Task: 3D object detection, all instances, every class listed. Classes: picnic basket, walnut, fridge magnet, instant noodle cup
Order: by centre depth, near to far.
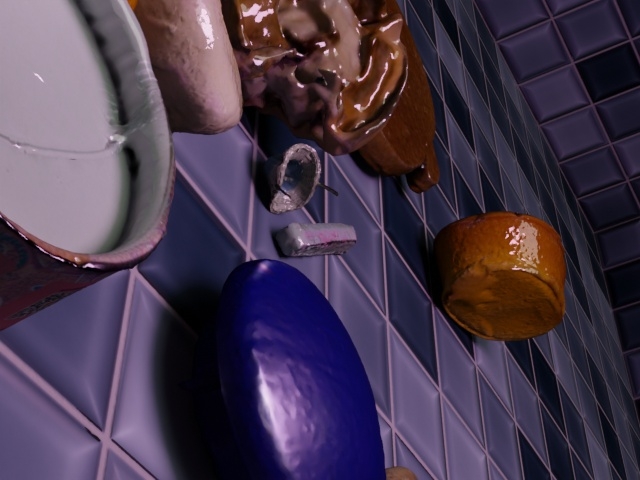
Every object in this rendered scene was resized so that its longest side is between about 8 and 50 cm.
[{"bbox_3d":[-0.211,-0.039,0.491,0.243,0.231,0.243,52,25,-37],"label":"instant noodle cup"},{"bbox_3d":[-0.021,0.143,0.985,0.265,0.113,0.265,52,26,-40],"label":"fridge magnet"},{"bbox_3d":[-0.029,-0.062,1.233,0.065,0.083,0.083,-2,30,-43],"label":"picnic basket"},{"bbox_3d":[-0.023,-0.213,1.257,0.238,0.141,0.204,35,65,-30],"label":"walnut"}]

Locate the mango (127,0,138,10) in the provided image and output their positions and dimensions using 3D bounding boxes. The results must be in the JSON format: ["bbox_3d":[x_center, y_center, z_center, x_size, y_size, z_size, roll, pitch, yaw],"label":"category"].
[{"bbox_3d":[-0.215,-0.232,0.805,0.191,0.160,0.290,36,28,-48],"label":"mango"}]

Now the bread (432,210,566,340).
[{"bbox_3d":[0.275,0.050,1.750,0.269,0.195,0.142,49,34,-53],"label":"bread"}]

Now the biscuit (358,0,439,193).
[{"bbox_3d":[0.084,-0.231,1.708,0.350,0.070,0.394,68,20,-8],"label":"biscuit"}]

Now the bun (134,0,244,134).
[{"bbox_3d":[-0.141,-0.181,0.971,0.237,0.116,0.210,165,-94,-83],"label":"bun"}]

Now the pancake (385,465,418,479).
[{"bbox_3d":[0.118,0.358,1.228,0.242,0.050,0.242,53,26,-40],"label":"pancake"}]

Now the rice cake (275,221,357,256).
[{"bbox_3d":[0.000,-0.001,1.306,0.033,0.033,0.208,62,17,9],"label":"rice cake"}]
